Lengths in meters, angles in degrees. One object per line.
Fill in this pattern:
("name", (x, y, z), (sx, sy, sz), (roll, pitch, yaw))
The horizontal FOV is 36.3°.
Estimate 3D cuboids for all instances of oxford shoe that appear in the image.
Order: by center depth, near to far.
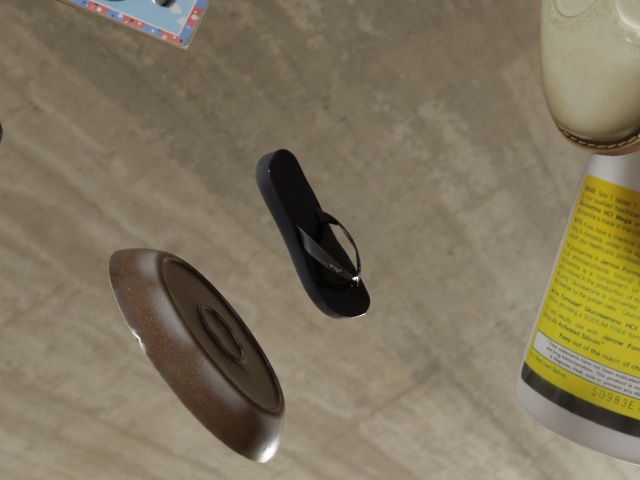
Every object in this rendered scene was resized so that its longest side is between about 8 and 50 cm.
("oxford shoe", (0.189, -0.249, 0.597), (0.140, 0.397, 0.146), (16, -166, 39))

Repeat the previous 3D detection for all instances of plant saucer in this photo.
("plant saucer", (-0.133, 0.123, 1.169), (0.310, 0.050, 0.310), (52, -173, -9))

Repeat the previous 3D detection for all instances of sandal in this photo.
("sandal", (-0.001, 0.000, 1.242), (0.254, 0.054, 0.097), (60, -143, -24))

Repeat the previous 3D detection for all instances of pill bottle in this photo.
("pill bottle", (0.316, 0.024, 0.907), (0.188, 0.334, 0.188), (15, -169, -3))

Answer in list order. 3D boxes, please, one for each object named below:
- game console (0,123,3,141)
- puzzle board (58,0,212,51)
("game console", (-0.570, -0.019, 1.341), (0.173, 0.250, 0.293), (92, -178, -60))
("puzzle board", (-0.088, -0.134, 0.355), (0.128, 0.096, 0.011), (23, 165, 1))
